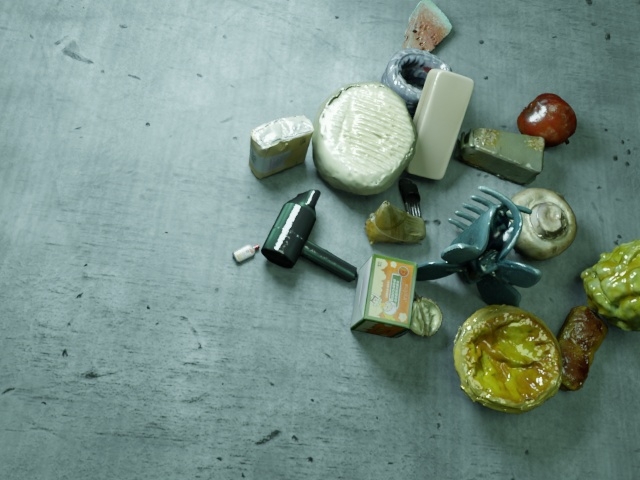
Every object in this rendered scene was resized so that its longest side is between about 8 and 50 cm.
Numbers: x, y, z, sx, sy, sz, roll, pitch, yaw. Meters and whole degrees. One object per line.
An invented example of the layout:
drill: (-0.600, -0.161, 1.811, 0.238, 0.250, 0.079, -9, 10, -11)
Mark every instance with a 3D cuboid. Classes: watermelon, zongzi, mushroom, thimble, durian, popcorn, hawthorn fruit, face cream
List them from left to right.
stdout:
face cream: (-0.223, 0.035, 1.674, 0.083, 0.021, 0.040, -28, 79, -18)
zongzi: (0.247, -0.062, 1.698, 0.194, 0.197, 0.099, 1, 61, -13)
thimble: (0.324, -0.533, 1.895, 0.236, 0.172, 0.205, -5, 75, -9)
durian: (0.304, 0.221, 1.675, 0.110, 0.071, 0.140, -20, 88, -11)
watermelon: (0.369, -0.746, 2.030, 0.154, 0.094, 0.241, 35, 69, -7)
mushroom: (0.709, -0.060, 1.791, 0.254, 0.184, 0.255, -1, 72, 4)
hawthorn fruit: (0.799, -0.408, 1.938, 0.202, 0.185, 0.185, 38, 68, -11)
popcorn: (0.957, 0.137, 1.687, 0.278, 0.335, 0.275, -10, 87, 17)

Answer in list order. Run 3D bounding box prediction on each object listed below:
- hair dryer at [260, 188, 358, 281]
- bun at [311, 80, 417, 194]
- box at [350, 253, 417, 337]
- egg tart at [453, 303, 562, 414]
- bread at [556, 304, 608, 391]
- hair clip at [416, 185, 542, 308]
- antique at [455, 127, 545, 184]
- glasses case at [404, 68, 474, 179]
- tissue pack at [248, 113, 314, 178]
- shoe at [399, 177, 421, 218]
hair dryer: (0.000, 0.000, 1.695, 0.302, 0.116, 0.244, 31, 68, -11)
bun: (0.136, -0.316, 1.762, 0.359, 0.211, 0.360, 0, 79, 2)
box: (0.186, 0.166, 1.616, 0.148, 0.177, 0.195, 13, 69, -6)
egg tart: (0.545, 0.351, 1.639, 0.341, 0.132, 0.342, 3, 70, -9)
bread: (0.798, 0.336, 1.721, 0.139, 0.077, 0.271, 40, 66, 2)
hair clip: (0.478, 0.021, 1.653, 0.392, 0.318, 0.239, 19, 66, -1)
antique: (0.604, -0.300, 1.883, 0.284, 0.125, 0.150, 13, 69, -5)
glasses case: (0.374, -0.371, 1.790, 0.143, 0.076, 0.337, 12, 105, -18)
tissue pack: (-0.125, -0.287, 1.698, 0.186, 0.222, 0.090, -22, 79, -17)
shoe: (0.301, -0.138, 1.813, 0.062, 0.053, 0.160, -7, 75, -9)
